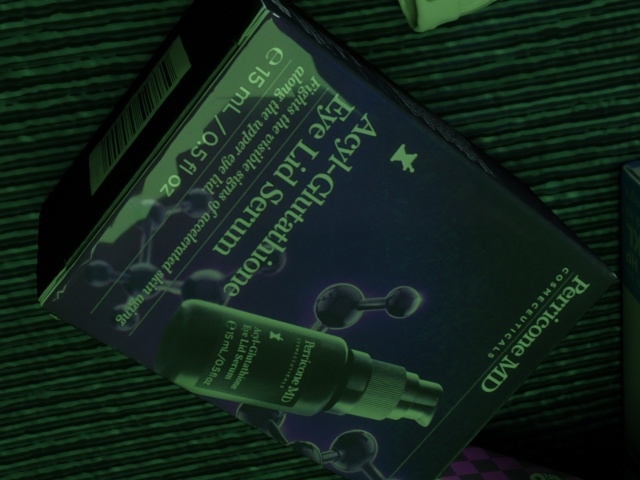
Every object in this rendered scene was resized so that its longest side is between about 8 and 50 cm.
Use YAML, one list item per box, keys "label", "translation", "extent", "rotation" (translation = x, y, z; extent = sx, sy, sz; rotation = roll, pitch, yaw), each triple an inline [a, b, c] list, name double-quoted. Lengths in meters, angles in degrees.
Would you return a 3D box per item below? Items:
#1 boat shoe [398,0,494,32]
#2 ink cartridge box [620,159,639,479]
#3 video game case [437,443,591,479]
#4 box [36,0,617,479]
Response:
- label: "boat shoe"
  translation: [0.020, -0.180, 0.449]
  extent: [0.076, 0.083, 0.226]
  rotation: [-33, 118, 2]
- label: "ink cartridge box"
  translation: [0.290, 0.099, 0.615]
  extent: [0.223, 0.129, 0.307]
  rotation: [-12, 116, -7]
- label: "video game case"
  translation: [0.137, 0.220, 0.606]
  extent: [0.232, 0.042, 0.210]
  rotation: [11, 121, 31]
- label: "box"
  translation: [0.000, 0.000, 0.515]
  extent: [0.207, 0.108, 0.153]
  rotation: [33, 103, -24]
